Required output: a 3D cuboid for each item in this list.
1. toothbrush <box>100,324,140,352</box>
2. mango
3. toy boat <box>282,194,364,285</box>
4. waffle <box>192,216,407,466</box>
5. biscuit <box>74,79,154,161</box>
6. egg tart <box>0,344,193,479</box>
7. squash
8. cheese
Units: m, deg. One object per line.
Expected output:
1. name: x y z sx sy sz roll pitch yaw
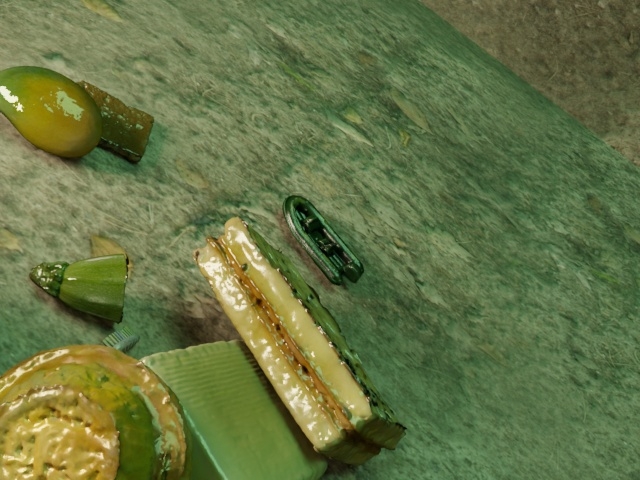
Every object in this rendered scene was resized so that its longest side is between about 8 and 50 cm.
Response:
1. toothbrush: -0.373 0.187 1.226 0.037 0.028 0.375 44 34 14
2. mango: -0.447 -0.213 1.524 0.195 0.092 0.130 23 73 -13
3. toy boat: 0.000 0.000 1.762 0.104 0.052 0.210 -22 69 -49
4. waffle: -0.029 0.154 1.402 0.376 0.114 0.261 55 0 24
5. biscuit: -0.410 -0.228 1.641 0.237 0.026 0.131 26 36 -20
6. egg tart: -0.289 0.249 1.046 0.288 0.288 0.118 51 -3 13
7. squash: -0.349 0.063 1.342 0.132 0.105 0.105 6 46 -21
8. cheese: -0.135 0.258 1.231 0.242 0.124 0.265 50 17 16
